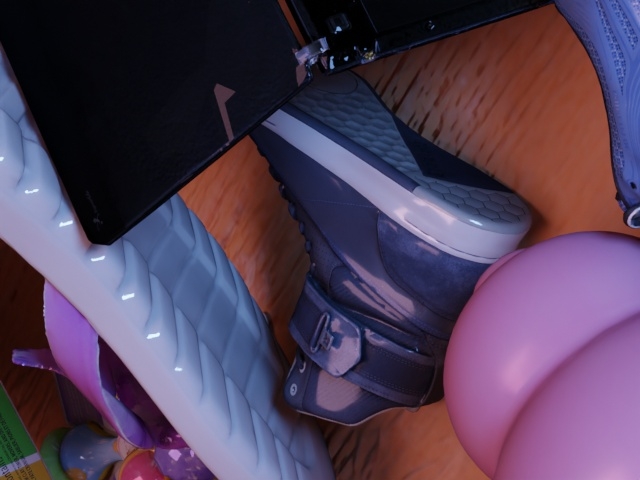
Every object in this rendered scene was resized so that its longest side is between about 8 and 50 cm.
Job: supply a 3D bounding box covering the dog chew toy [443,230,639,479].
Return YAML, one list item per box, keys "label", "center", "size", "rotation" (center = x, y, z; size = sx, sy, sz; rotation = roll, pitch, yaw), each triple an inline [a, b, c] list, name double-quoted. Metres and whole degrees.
- label: "dog chew toy"
  center: [0.165, 0.121, 0.791]
  size: [0.332, 0.207, 0.206]
  rotation: [52, 134, 39]

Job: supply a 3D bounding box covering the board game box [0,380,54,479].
- label: "board game box"
  center: [-0.306, 0.057, 1.326]
  size: [0.316, 0.064, 0.242]
  rotation: [32, 149, 53]

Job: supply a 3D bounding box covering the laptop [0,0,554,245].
- label: "laptop"
  center: [-0.027, -0.159, 0.938]
  size: [0.234, 0.264, 0.136]
  rotation: [64, 160, 17]

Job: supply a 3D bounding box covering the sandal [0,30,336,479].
- label: "sandal"
  center: [-0.128, 0.021, 1.031]
  size: [0.102, 0.169, 0.416]
  rotation: [-28, 118, 16]

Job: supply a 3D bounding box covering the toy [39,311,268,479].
- label: "toy"
  center: [-0.109, 0.133, 1.227]
  size: [0.237, 0.056, 0.136]
  rotation: [-15, 89, 51]

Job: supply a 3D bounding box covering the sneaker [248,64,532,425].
- label: "sneaker"
  center: [-0.001, 0.001, 1.040]
  size: [0.226, 0.086, 0.163]
  rotation: [41, 125, 35]

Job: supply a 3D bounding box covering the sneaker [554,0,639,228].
- label: "sneaker"
  center: [0.205, -0.039, 0.777]
  size: [0.330, 0.130, 0.147]
  rotation: [58, 150, 29]
